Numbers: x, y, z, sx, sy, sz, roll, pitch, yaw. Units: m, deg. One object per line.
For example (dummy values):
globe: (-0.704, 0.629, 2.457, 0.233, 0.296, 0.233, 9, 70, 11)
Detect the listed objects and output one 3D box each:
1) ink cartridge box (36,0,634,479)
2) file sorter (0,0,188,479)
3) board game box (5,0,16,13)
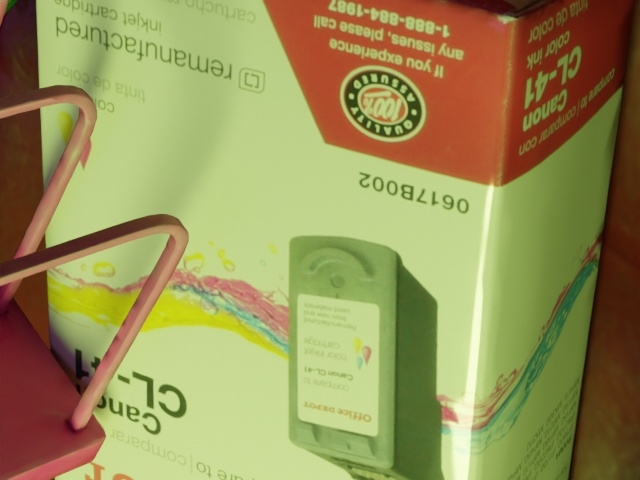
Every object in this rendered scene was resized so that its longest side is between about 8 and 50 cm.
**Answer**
ink cartridge box: (0.000, 0.000, 0.776, 0.226, 0.131, 0.306, 16, 120, 25)
file sorter: (-0.219, -0.038, 0.714, 0.291, 0.202, 0.182, 53, 136, 19)
board game box: (-0.214, -0.267, 0.800, 0.316, 0.064, 0.242, 53, 135, -2)
